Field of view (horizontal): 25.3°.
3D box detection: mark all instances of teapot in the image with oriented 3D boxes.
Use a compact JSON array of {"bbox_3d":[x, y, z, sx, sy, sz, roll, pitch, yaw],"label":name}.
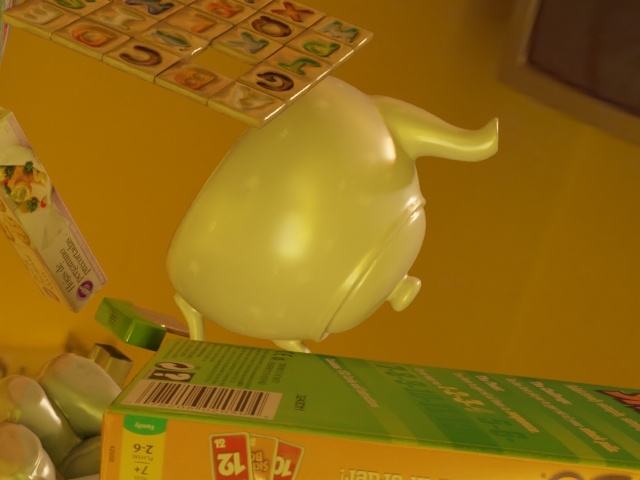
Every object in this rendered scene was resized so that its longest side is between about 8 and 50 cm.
[{"bbox_3d":[0.000,0.000,1.220,0.187,0.256,0.252,39,-130,6],"label":"teapot"}]

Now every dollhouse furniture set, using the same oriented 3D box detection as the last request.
[{"bbox_3d":[-0.247,0.255,1.893,0.198,0.301,0.151,31,-172,41],"label":"dollhouse furniture set"}]

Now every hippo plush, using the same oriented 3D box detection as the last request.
[{"bbox_3d":[-0.243,0.270,1.437,0.294,0.236,0.234,-9,-135,-41],"label":"hippo plush"}]

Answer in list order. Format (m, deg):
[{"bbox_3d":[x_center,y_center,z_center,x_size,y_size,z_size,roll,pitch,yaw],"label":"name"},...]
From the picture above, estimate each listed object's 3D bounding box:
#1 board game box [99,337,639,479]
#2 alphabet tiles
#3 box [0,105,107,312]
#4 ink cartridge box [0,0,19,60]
[{"bbox_3d":[0.062,0.072,0.510,0.260,0.039,0.124,3,-173,3],"label":"board game box"},{"bbox_3d":[-0.104,-0.159,1.009,0.237,0.009,0.198,24,-148,13],"label":"alphabet tiles"},{"bbox_3d":[-0.346,-0.036,1.694,0.067,0.324,0.063,27,-116,31],"label":"box"},{"bbox_3d":[-0.329,-0.344,1.274,0.151,0.270,0.395,6,-150,-10],"label":"ink cartridge box"}]
